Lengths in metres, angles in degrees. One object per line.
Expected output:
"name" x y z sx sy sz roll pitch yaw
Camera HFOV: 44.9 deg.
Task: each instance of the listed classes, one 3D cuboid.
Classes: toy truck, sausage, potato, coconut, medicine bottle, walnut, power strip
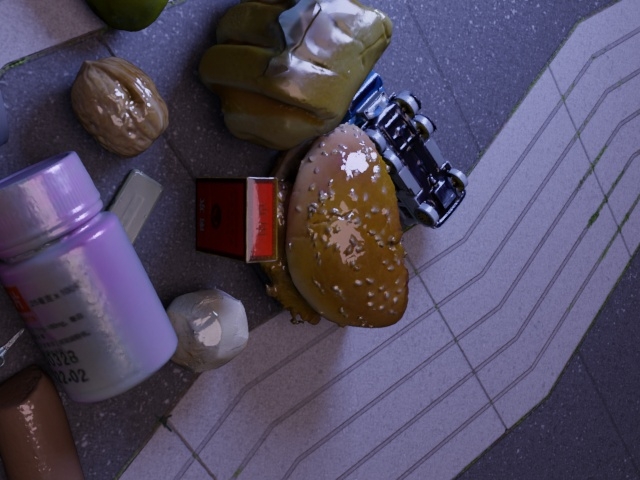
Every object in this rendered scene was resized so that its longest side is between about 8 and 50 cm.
"toy truck" 0.166 -0.193 1.692 0.146 0.175 0.367 -47 116 -19
"sausage" -0.494 0.355 1.348 0.123 0.123 0.253 -19 103 -30
"potato" -0.344 -0.493 1.341 0.186 0.148 0.253 1 119 0
"coconut" -0.216 0.169 1.488 0.162 0.161 0.161 -16 103 -52
"medicine bottle" -0.416 0.062 1.312 0.219 0.219 0.388 -33 112 -26
"walnut" -0.356 -0.241 1.367 0.155 0.155 0.184 -50 115 -19
"power strip" -0.363 -0.047 1.451 0.076 0.028 0.169 36 73 -30

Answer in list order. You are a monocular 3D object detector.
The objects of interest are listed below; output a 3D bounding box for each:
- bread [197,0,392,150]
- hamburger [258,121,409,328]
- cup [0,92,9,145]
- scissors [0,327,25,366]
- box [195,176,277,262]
"bread" -0.067 -0.344 1.456 0.300 0.210 0.341 33 81 11
"hamburger" 0.000 0.000 1.558 0.287 0.268 0.446 -19 105 -26
"cup" -0.654 -0.157 1.154 0.326 0.237 0.323 -22 135 -30
"scissors" -0.551 0.185 1.363 0.036 0.006 0.083 48 69 -24
"box" -0.162 -0.044 1.453 0.074 0.240 0.153 -6 97 -30
